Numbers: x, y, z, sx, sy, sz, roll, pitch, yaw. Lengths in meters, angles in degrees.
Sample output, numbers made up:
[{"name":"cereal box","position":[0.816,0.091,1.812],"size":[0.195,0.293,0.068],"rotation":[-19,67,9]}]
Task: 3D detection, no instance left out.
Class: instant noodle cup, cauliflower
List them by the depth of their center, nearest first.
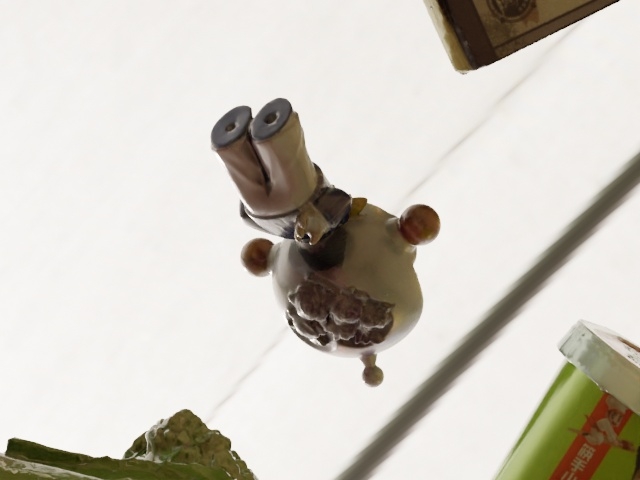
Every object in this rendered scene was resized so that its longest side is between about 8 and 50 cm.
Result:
[{"name":"cauliflower","position":[-0.161,0.214,1.303],"size":[0.315,0.239,0.256],"rotation":[30,-107,4]},{"name":"instant noodle cup","position":[0.225,0.260,1.556],"size":[0.294,0.308,0.294],"rotation":[35,-173,-5]}]

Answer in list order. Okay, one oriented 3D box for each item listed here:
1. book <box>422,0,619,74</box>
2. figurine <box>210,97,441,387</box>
[{"name":"book","position":[0.130,-0.192,0.904],"size":[0.231,0.026,0.157],"rotation":[-27,-83,-18]},{"name":"figurine","position":[0.008,-0.004,1.751],"size":[0.274,0.194,0.133],"rotation":[82,-162,-46]}]
